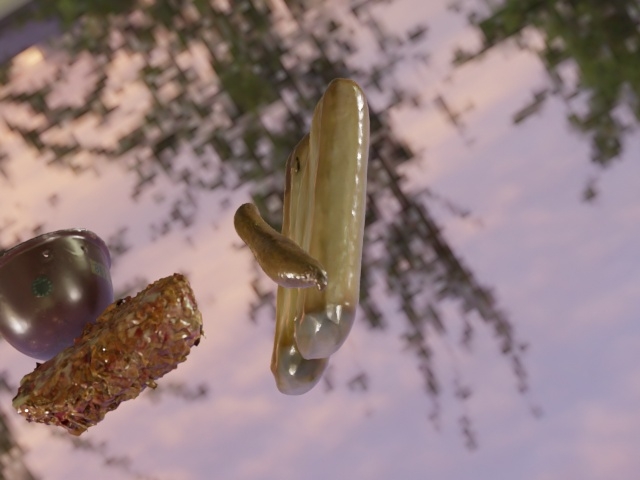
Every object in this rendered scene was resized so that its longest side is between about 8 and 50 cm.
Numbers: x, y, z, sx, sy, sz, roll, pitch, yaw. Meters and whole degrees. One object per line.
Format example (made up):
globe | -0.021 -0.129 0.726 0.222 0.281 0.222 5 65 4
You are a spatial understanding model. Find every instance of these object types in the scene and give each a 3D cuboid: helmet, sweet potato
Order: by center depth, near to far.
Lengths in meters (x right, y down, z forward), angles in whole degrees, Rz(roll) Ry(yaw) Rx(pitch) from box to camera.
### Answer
sweet potato | -0.027 0.004 1.060 0.026 0.026 0.115 -34 -146 -9
helmet | -0.280 0.077 2.076 0.155 0.106 0.175 -28 157 -2

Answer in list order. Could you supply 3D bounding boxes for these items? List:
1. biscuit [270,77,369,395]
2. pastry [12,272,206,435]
biscuit | 0.000 0.000 2.009 0.062 0.290 0.237 7 157 -10
pastry | -0.160 0.097 1.520 0.169 0.063 0.087 -37 -158 1
